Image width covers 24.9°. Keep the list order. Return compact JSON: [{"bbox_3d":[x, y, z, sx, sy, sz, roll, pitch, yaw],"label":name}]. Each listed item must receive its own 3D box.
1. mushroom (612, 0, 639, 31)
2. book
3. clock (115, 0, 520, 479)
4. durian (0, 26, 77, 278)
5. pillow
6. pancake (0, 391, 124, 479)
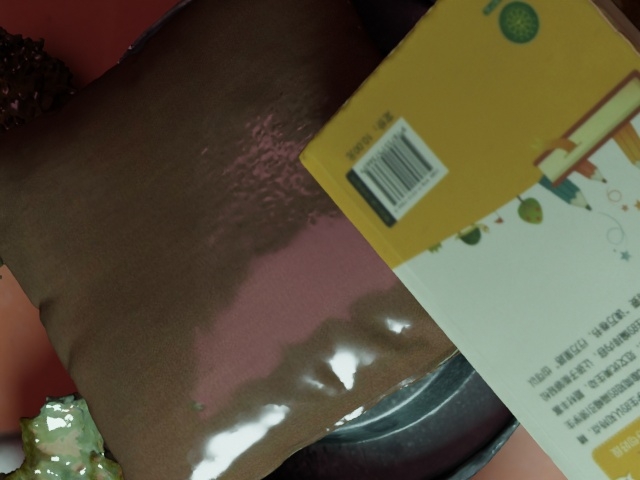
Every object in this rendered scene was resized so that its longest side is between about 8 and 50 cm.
[{"bbox_3d":[0.226,-0.237,0.894,0.301,0.233,0.208,56,136,34],"label":"mushroom"},{"bbox_3d":[0.139,0.003,0.773,0.295,0.020,0.208,50,127,7],"label":"book"},{"bbox_3d":[0.000,0.000,1.013,0.386,0.076,0.386,0,90,22],"label":"clock"},{"bbox_3d":[-0.257,-0.058,1.083,0.196,0.167,0.196,15,121,27],"label":"durian"},{"bbox_3d":[-0.060,-0.007,0.933,0.308,0.108,0.305,-35,77,11],"label":"pillow"},{"bbox_3d":[-0.071,0.285,1.023,0.427,0.067,0.304,25,113,20],"label":"pancake"}]
